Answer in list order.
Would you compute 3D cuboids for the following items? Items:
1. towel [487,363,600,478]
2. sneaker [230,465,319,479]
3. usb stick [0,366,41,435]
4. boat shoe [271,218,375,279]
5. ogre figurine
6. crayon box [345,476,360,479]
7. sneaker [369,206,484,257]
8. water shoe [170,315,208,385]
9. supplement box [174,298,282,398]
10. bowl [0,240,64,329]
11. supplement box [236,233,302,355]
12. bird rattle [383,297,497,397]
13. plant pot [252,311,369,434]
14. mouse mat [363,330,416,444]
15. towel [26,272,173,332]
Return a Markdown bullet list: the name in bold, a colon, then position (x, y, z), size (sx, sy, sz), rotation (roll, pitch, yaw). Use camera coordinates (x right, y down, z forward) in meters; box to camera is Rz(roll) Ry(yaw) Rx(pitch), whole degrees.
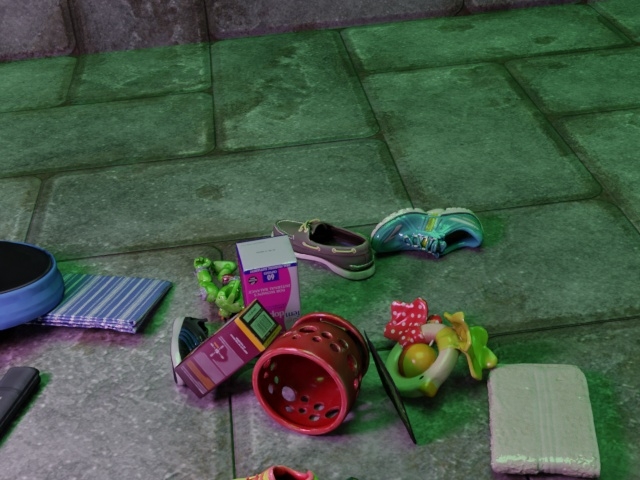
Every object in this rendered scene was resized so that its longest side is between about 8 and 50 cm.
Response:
- **towel**: position (0.398, 0.322, 1.684), size (0.187, 0.049, 0.282), rotation (0, 31, 10)
- **sneaker**: position (-0.083, 0.409, 1.543), size (0.209, 0.094, 0.081), rotation (-5, 31, 21)
- **usb stick**: position (-0.629, 0.339, 1.781), size (0.077, 0.045, 0.278), rotation (5, 33, 13)
- **boat shoe**: position (0.003, -0.002, 2.212), size (0.305, 0.091, 0.109), rotation (22, 40, 36)
- **ogre figurine**: position (-0.194, 0.108, 2.046), size (0.197, 0.097, 0.118), rotation (38, 35, -17)
- **crayon box**: position (0.043, 0.465, 1.354), size (0.203, 0.083, 0.323), rotation (17, 16, 30)
- **sneaker**: position (0.253, -0.014, 2.200), size (0.276, 0.107, 0.110), rotation (-9, 41, -7)
- **water shoe**: position (-0.264, 0.217, 1.909), size (0.080, 0.072, 0.203), rotation (-4, 32, -4)
- **supplement box**: position (-0.178, 0.209, 1.790), size (0.188, 0.081, 0.104), rotation (-39, 3, 24)
- **bowl**: position (-0.763, 0.092, 2.031), size (0.391, 0.077, 0.391), rotation (2, 20, -1)
- **supplement box**: position (-0.102, 0.114, 1.916), size (0.111, 0.220, 0.114), rotation (-10, 33, -8)
- **bird rattle**: position (0.198, 0.208, 1.806), size (0.254, 0.143, 0.207), rotation (10, 54, 47)
- **plant pot**: position (-0.007, 0.237, 1.737), size (0.191, 0.191, 0.174), rotation (9, 31, 21)
- **mouse mat**: position (0.126, 0.268, 1.707), size (0.007, 0.152, 0.189), rotation (-23, 34, -6)
- **towel**: position (-0.529, 0.137, 2.086), size (0.336, 0.040, 0.243), rotation (3, 22, 10)
